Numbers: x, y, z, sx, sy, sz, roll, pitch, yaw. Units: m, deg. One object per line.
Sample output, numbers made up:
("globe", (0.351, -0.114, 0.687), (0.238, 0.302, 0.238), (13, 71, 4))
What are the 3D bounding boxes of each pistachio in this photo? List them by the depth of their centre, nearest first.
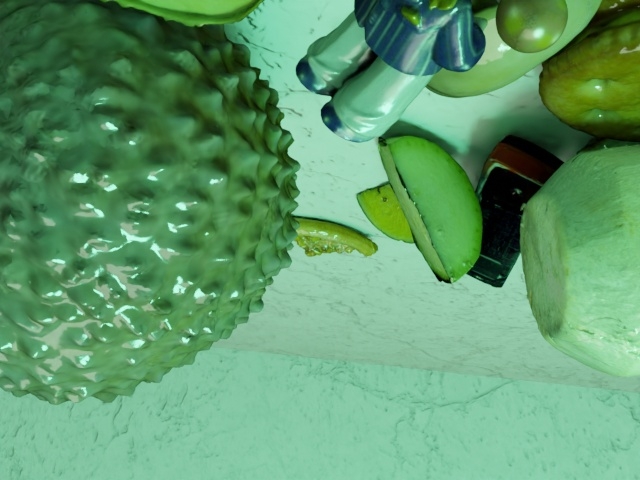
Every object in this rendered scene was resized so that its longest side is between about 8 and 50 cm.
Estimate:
("pistachio", (0.129, -0.177, 0.594), (0.124, 0.125, 0.185), (22, 152, -39))

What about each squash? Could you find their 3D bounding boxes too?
("squash", (0.141, -0.052, 0.957), (0.085, 0.192, 0.184), (-24, -176, 2))

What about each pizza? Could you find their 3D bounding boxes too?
("pizza", (0.000, 0.000, 1.315), (0.178, 0.041, 0.131), (19, 160, -33))

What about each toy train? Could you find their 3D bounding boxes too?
("toy train", (0.245, -0.035, 1.032), (0.086, 0.089, 0.409), (30, 166, 13))

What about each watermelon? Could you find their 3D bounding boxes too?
("watermelon", (0.131, -0.039, 1.086), (0.092, 0.075, 0.181), (23, 158, -33))

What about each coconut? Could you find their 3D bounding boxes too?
("coconut", (0.325, 0.020, 0.769), (0.230, 0.227, 0.227), (-5, 163, -4))

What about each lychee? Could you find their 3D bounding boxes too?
("lychee", (-0.197, -0.057, 0.694), (0.380, 0.381, 0.432), (-4, -179, 31))

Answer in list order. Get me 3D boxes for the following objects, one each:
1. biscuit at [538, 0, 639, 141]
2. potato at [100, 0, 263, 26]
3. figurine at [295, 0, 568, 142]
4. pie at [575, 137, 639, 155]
("biscuit", (0.303, -0.152, 0.691), (0.220, 0.066, 0.220), (7, 166, 2))
("potato", (-0.138, -0.243, 0.488), (0.271, 0.111, 0.160), (20, 155, 4))
("figurine", (0.088, -0.169, 0.480), (0.133, 0.194, 0.274), (-8, 131, -37))
("pie", (0.413, -0.053, 0.901), (0.274, 0.106, 0.257), (2, 153, 13))
